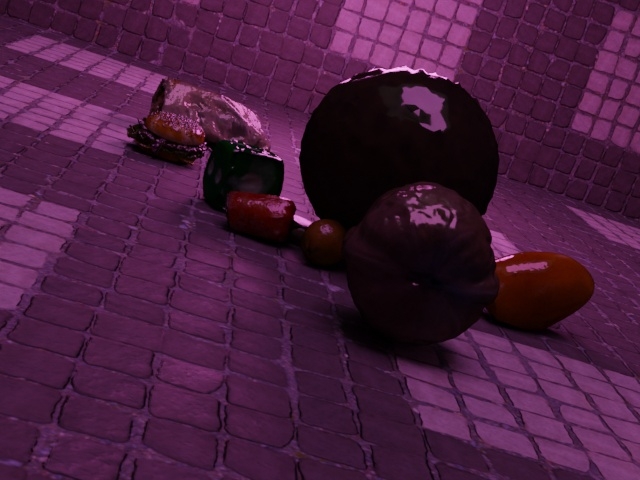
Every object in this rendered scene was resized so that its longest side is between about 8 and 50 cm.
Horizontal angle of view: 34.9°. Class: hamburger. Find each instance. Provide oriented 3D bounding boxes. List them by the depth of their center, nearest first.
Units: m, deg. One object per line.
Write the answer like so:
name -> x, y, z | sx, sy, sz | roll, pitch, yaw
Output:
hamburger -> -0.340, -0.236, 2.293 | 0.189, 0.093, 0.164 | 12, 15, -20

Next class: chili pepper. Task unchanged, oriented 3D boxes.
chili pepper -> -0.083, -0.040, 1.873 | 0.192, 0.086, 0.084 | 10, -15, 3

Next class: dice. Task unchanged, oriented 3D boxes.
dice -> -0.154, -0.123, 2.015 | 0.128, 0.131, 0.120 | 10, 13, -28

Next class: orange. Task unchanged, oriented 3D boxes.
orange -> 0.006, 0.004, 1.828 | 0.085, 0.085, 0.095 | 28, 38, 33

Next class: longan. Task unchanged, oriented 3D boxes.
longan -> 0.156, -0.151, 1.935 | 0.391, 0.391, 0.391 | 18, 13, -4

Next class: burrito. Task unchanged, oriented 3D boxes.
burrito -> -0.272, -0.310, 2.613 | 0.332, 0.135, 0.190 | 16, 6, -27

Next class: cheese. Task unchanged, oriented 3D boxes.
cheese -> 0.000, 0.000, 1.934 | 0.192, 0.037, 0.097 | 26, 16, 25

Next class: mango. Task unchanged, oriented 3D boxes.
mango -> 0.404, 0.093, 1.898 | 0.252, 0.154, 0.126 | -1, 28, -21

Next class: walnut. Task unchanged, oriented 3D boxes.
walnut -> 0.149, 0.034, 1.545 | 0.248, 0.248, 0.248 | 18, 13, -4
